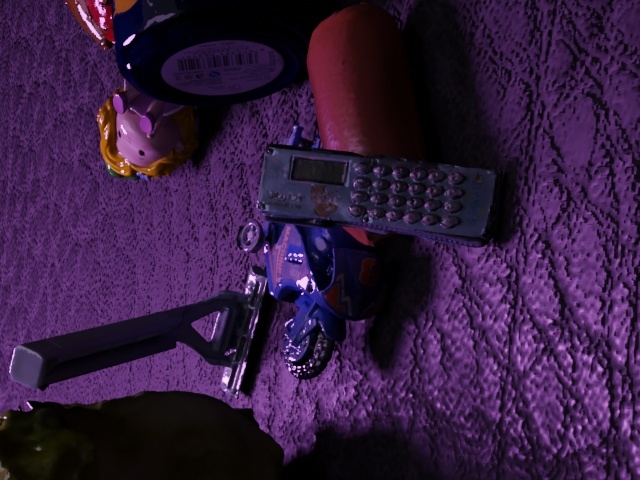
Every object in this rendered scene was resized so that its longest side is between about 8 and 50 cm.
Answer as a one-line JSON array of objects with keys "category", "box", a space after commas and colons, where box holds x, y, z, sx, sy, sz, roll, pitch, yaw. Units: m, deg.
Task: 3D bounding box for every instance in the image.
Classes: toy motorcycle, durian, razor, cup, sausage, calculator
[{"category": "toy motorcycle", "box": [0.000, 0.000, 1.120, 0.114, 0.076, 0.205, -32, 54, 41]}, {"category": "durian", "box": [-0.156, 0.232, 1.130, 0.204, 0.256, 0.339, 67, 149, 21]}, {"category": "razor", "box": [-0.142, 0.079, 1.156, 0.056, 0.278, 0.111, 23, 104, 30]}, {"category": "cup", "box": [-0.093, -0.270, 1.199, 0.255, 0.178, 0.256, 102, 162, -69]}, {"category": "sausage", "box": [0.035, -0.087, 1.074, 0.077, 0.077, 0.194, -41, 52, 48]}, {"category": "calculator", "box": [0.038, -0.031, 1.010, 0.172, 0.018, 0.057, 8, 87, 19]}]

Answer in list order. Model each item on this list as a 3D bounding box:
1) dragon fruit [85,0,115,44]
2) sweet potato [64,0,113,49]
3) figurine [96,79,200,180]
[{"category": "dragon fruit", "box": [-0.181, -0.283, 1.473, 0.094, 0.094, 0.190, 30, 103, 57]}, {"category": "sweet potato", "box": [-0.281, -0.348, 1.661, 0.346, 0.079, 0.108, -115, 32, -47]}, {"category": "figurine", "box": [-0.152, -0.116, 1.402, 0.095, 0.115, 0.156, 45, 150, 15]}]
